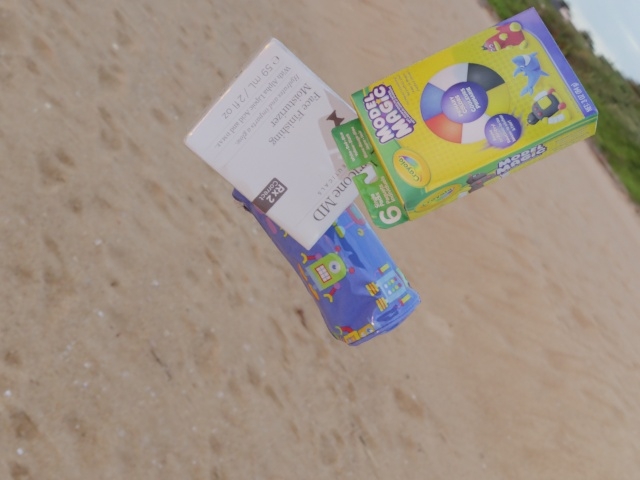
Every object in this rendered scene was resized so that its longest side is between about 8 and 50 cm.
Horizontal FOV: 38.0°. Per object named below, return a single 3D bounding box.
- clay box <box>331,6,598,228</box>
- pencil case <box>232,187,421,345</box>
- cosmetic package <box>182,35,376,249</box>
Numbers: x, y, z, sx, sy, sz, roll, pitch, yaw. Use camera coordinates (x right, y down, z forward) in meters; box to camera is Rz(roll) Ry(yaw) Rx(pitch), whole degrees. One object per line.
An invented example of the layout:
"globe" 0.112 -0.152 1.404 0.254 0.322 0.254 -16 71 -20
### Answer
"clay box" 0.127 -0.111 0.868 0.053 0.222 0.127 59 6 -68
"pencil case" 0.000 0.000 1.244 0.306 0.133 0.119 54 15 2
"cosmetic package" -0.037 -0.115 1.054 0.184 0.151 0.151 40 7 -12
